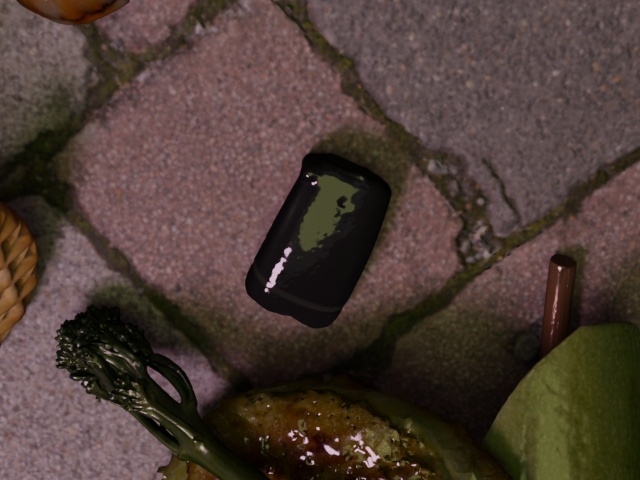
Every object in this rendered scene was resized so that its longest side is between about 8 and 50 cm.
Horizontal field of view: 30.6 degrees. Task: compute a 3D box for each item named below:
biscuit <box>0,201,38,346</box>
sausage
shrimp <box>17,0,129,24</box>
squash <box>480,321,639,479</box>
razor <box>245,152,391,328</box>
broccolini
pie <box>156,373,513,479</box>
[{"bbox_3d":[-0.339,0.089,0.970,0.309,0.204,0.040,-44,72,8],"label":"biscuit"},{"bbox_3d":[0.211,0.070,1.043,0.026,0.026,0.116,1,112,0],"label":"sausage"},{"bbox_3d":[-0.195,-0.306,0.887,0.152,0.063,0.287,12,113,8],"label":"shrimp"},{"bbox_3d":[0.204,0.202,1.049,0.189,0.189,0.261,-3,89,2],"label":"squash"},{"bbox_3d":[0.000,0.000,1.002,0.090,0.054,0.148,21,111,-12],"label":"razor"},{"bbox_3d":[-0.082,0.173,0.949,0.392,0.074,0.079,31,112,30],"label":"broccolini"},{"bbox_3d":[0.002,0.261,1.005,0.354,0.103,0.289,-5,88,27],"label":"pie"}]
